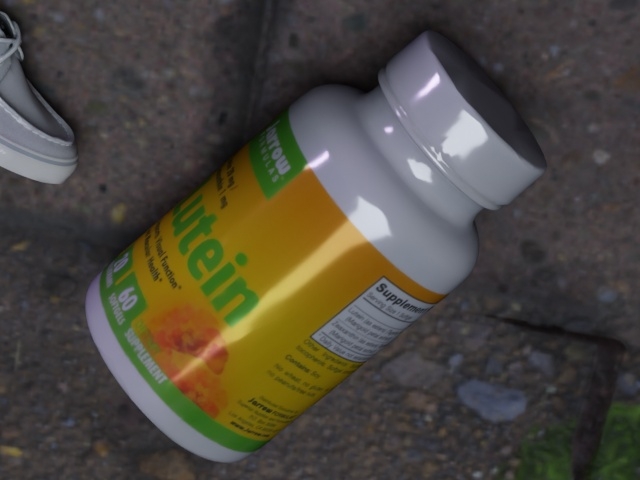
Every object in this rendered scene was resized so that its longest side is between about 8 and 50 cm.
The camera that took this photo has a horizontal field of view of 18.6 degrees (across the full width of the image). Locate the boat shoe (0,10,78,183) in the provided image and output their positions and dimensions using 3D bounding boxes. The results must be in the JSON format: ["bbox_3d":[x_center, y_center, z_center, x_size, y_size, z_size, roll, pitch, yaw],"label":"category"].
[{"bbox_3d":[-0.200,-0.106,1.084,0.184,0.066,0.063,41,109,-5],"label":"boat shoe"}]

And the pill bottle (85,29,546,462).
[{"bbox_3d":[0.000,0.000,1.082,0.246,0.136,0.136,-40,107,16],"label":"pill bottle"}]
